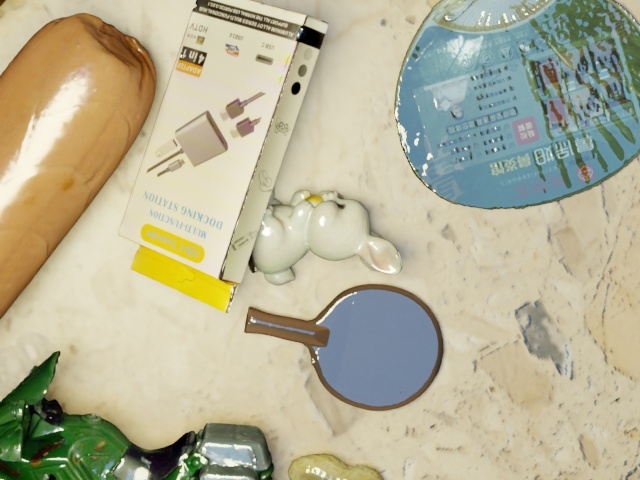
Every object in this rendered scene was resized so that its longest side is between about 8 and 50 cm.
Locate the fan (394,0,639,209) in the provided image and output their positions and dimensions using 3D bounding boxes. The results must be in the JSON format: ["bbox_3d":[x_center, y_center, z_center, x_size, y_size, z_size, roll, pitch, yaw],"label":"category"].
[{"bbox_3d":[0.185,-0.165,1.331,0.223,0.012,0.294,12,94,-2],"label":"fan"}]

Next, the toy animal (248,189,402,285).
[{"bbox_3d":[-0.001,-0.006,1.309,0.124,0.071,0.085,-9,93,0],"label":"toy animal"}]

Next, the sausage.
[{"bbox_3d":[-0.247,-0.046,1.278,0.121,0.121,0.304,37,93,-3],"label":"sausage"}]

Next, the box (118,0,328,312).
[{"bbox_3d":[-0.084,-0.076,1.286,0.129,0.033,0.247,21,94,39],"label":"box"}]

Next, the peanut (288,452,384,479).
[{"bbox_3d":[0.014,0.202,1.342,0.083,0.037,0.037,16,93,-6],"label":"peanut"}]

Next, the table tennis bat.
[{"bbox_3d":[0.022,0.088,1.292,0.170,0.119,0.107,12,93,-3],"label":"table tennis bat"}]

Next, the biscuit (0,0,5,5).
[{"bbox_3d":[-0.351,-0.310,1.259,0.359,0.074,0.381,25,108,7],"label":"biscuit"}]

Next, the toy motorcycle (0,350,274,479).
[{"bbox_3d":[-0.166,0.186,1.299,0.275,0.125,0.187,4,103,-3],"label":"toy motorcycle"}]
